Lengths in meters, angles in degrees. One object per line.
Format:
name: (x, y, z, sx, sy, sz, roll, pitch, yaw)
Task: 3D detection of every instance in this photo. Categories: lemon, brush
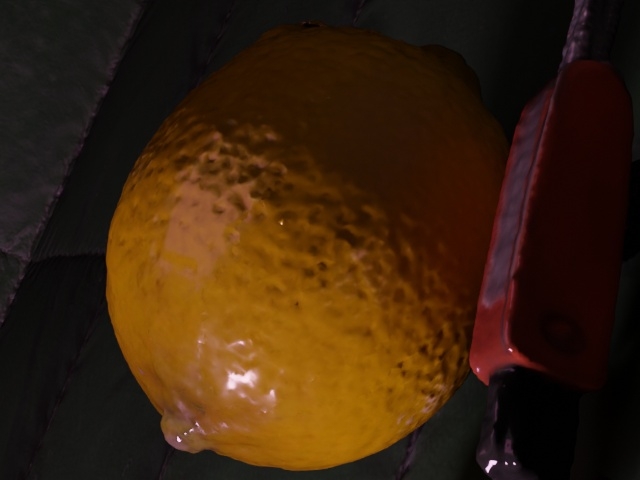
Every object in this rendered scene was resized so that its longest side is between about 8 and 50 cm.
lemon: (0.000, 0.000, 1.171, 0.320, 0.245, 0.245, -56, 14, -23)
brush: (0.131, -0.015, 1.029, 0.051, 0.070, 0.323, -28, 42, 56)

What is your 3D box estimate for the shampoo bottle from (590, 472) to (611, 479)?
shampoo bottle: (0.077, 0.179, 0.999, 0.236, 0.067, 0.068, -35, 39, 57)

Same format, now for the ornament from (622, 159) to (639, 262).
ornament: (0.179, -0.021, 1.051, 0.125, 0.028, 0.073, -41, 28, 53)
